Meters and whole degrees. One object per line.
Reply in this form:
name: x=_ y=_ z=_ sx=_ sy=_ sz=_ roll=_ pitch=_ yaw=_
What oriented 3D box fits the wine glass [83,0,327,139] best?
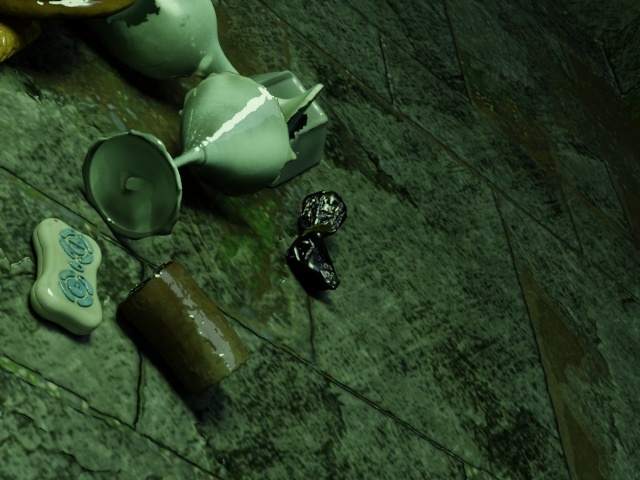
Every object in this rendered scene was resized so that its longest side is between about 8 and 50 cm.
wine glass: x=-0.150 y=-0.228 z=1.662 sx=0.321 sy=0.143 sz=0.143 roll=37 pitch=27 yaw=-3

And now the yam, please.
yam: x=-0.135 y=0.085 z=1.357 sx=0.127 sy=0.084 sz=0.084 roll=54 pitch=25 yaw=-2

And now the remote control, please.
remote control: x=-0.240 y=0.033 z=1.307 sx=0.074 sy=0.032 sz=0.122 roll=31 pitch=30 yaw=-34

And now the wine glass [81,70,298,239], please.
wine glass: x=-0.147 y=-0.089 z=1.504 sx=0.156 sy=0.156 sz=0.232 roll=51 pitch=30 yaw=2

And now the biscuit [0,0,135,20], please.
biscuit: x=-0.304 y=-0.282 z=1.511 sx=0.212 sy=0.036 sz=0.212 roll=8 pitch=27 yaw=-4

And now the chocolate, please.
chocolate: x=-0.003 y=-0.001 z=1.704 sx=0.072 sy=0.070 sz=0.147 roll=15 pitch=33 yaw=-7

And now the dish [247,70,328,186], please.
dish: x=-0.065 y=-0.158 z=1.813 sx=0.154 sy=0.064 sz=0.234 roll=51 pitch=27 yaw=1

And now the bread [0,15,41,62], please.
bread: x=-0.343 y=-0.214 z=1.455 sx=0.052 sy=0.044 sz=0.157 roll=13 pitch=26 yaw=9
